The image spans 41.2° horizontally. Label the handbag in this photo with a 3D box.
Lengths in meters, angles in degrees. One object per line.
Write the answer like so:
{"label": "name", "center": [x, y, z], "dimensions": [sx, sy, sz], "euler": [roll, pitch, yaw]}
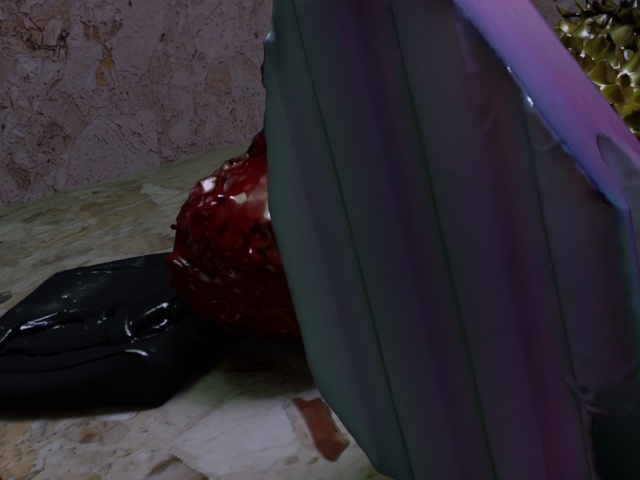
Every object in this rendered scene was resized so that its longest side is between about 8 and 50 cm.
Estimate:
{"label": "handbag", "center": [-0.223, 0.091, 0.879], "dimensions": [0.275, 0.088, 0.244], "euler": [-6, 21, 24]}

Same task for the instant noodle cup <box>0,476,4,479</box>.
{"label": "instant noodle cup", "center": [-0.277, 0.159, 0.410], "dimensions": [0.192, 0.250, 0.250], "euler": [12, 28, 39]}

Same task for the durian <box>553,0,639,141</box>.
{"label": "durian", "center": [0.269, -0.073, 0.728], "dimensions": [0.293, 0.258, 0.258], "euler": [39, 37, 14]}

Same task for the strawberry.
{"label": "strawberry", "center": [0.000, 0.000, 0.773], "dimensions": [0.274, 0.220, 0.274], "euler": [-37, -12, -9]}

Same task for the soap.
{"label": "soap", "center": [0.078, 0.001, 0.458], "dimensions": [0.192, 0.324, 0.109], "euler": [-4, 19, 34]}
